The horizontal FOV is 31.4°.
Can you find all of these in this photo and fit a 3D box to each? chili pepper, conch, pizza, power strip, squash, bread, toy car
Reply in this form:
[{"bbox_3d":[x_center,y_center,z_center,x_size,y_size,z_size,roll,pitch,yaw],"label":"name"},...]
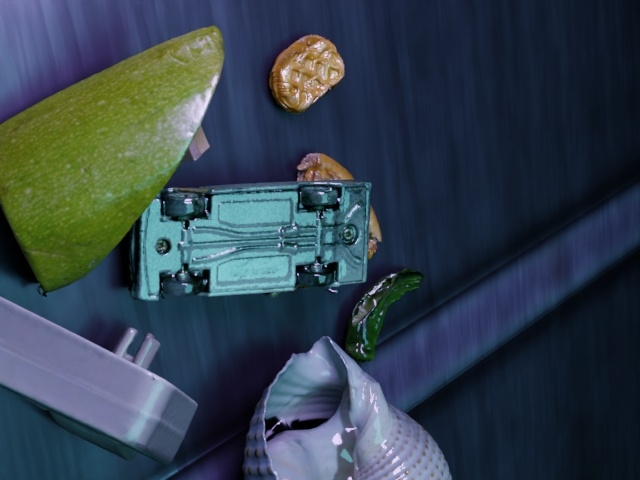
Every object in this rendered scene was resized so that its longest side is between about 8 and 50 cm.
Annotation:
[{"bbox_3d":[0.088,0.093,1.620,0.182,0.050,0.073,-48,121,-28],"label":"chili pepper"},{"bbox_3d":[0.013,0.312,1.490,0.303,0.215,0.319,-23,76,-49],"label":"conch"},{"bbox_3d":[0.000,0.000,1.506,0.188,0.062,0.199,47,69,-37],"label":"pizza"},{"bbox_3d":[-0.235,0.140,1.210,0.141,0.229,0.261,-63,167,-14],"label":"power strip"},{"bbox_3d":[-0.195,-0.073,1.199,0.288,0.111,0.203,-26,120,-12],"label":"squash"},{"bbox_3d":[-0.018,-0.213,1.449,0.110,0.044,0.083,-42,124,-26],"label":"bread"},{"bbox_3d":[-0.085,-0.001,1.388,0.320,0.097,0.141,-4,103,-29],"label":"toy car"}]

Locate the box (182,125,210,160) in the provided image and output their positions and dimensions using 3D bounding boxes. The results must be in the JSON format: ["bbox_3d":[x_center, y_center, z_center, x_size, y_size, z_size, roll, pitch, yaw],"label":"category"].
[{"bbox_3d":[-0.175,-0.128,1.290,0.035,0.079,0.083,-51,132,-42],"label":"box"}]
